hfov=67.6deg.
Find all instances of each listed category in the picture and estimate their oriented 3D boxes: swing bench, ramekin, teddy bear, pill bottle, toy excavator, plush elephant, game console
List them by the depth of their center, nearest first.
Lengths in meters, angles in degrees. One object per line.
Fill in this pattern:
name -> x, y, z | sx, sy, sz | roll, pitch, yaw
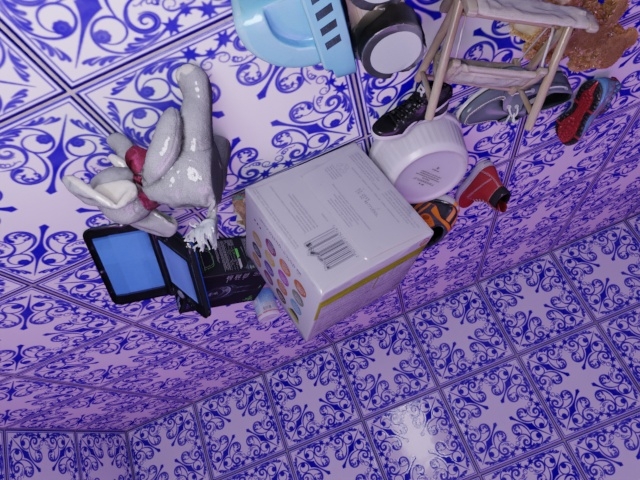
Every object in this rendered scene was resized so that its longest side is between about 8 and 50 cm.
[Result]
toy excavator -> -0.103, -0.383, 0.670 | 0.446, 0.222, 0.433 | -17, 154, 9
plush elephant -> -0.324, -0.127, 0.930 | 0.256, 0.329, 0.272 | -2, 161, 0
swing bench -> 0.361, -0.383, 0.985 | 0.254, 0.165, 0.254 | 5, 141, -9
teddy bear -> 0.579, -0.504, 1.099 | 0.338, 0.113, 0.245 | -3, 142, -21
game console -> -0.448, 0.095, 1.264 | 0.173, 0.250, 0.293 | -37, 143, -32
ramekin -> 0.281, -0.217, 1.322 | 0.273, 0.127, 0.272 | -12, 146, -8
pill bottle -> -0.214, 0.221, 1.795 | 0.087, 0.160, 0.087 | -18, 155, -9

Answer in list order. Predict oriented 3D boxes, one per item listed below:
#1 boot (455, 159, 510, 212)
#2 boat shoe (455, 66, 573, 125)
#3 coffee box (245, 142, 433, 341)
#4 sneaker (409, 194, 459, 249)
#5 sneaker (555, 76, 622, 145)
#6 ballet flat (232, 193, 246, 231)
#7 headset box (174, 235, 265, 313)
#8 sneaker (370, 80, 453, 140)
boot -> 0.577, -0.144, 1.701 | 0.089, 0.176, 0.244 | -17, 156, -16
boat shoe -> 0.529, -0.374, 1.294 | 0.320, 0.099, 0.116 | -20, 155, -4
coffee box -> 0.025, 0.008, 1.294 | 0.338, 0.337, 0.334 | -27, 158, -22
sneaker -> 0.238, -0.068, 1.437 | 0.321, 0.180, 0.124 | 6, 136, 35
sneaker -> 0.848, -0.399, 1.502 | 0.125, 0.104, 0.261 | -19, 155, -13
ballet flat -> -0.209, -0.073, 1.351 | 0.067, 0.073, 0.206 | 6, 151, 4
headset box -> -0.306, 0.106, 1.529 | 0.283, 0.131, 0.246 | -6, 151, -31
sneaker -> 0.220, -0.333, 1.165 | 0.217, 0.079, 0.121 | -26, 153, -12
